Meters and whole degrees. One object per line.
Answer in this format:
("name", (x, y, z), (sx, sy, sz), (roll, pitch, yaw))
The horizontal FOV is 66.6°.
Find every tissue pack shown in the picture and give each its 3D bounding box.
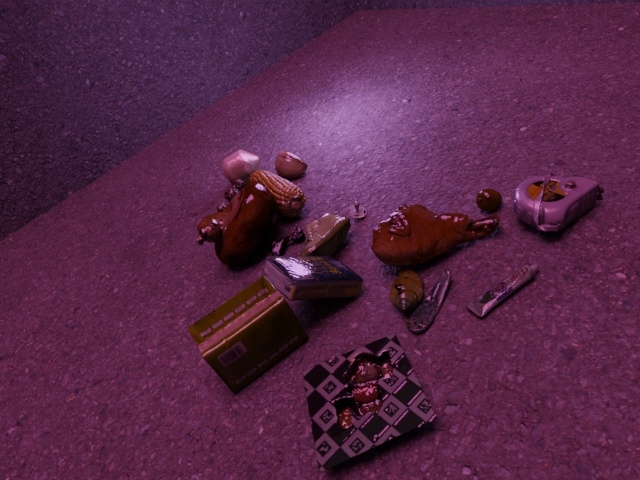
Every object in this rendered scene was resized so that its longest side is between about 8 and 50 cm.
("tissue pack", (-0.210, 0.275, 1.446), (0.275, 0.200, 0.167), (-36, 39, -13))
("tissue pack", (-0.022, 0.112, 1.518), (0.257, 0.081, 0.185), (2, 22, -35))

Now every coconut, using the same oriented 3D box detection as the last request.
("coconut", (-0.373, -0.354, 2.339), (0.183, 0.170, 0.170), (-28, 37, 1))

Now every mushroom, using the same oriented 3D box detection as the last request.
("mushroom", (-0.319, -0.084, 1.871), (0.345, 0.260, 0.345), (-52, 24, 34))

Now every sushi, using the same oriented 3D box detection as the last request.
("sushi", (0.112, 0.403, 1.223), (0.294, 0.059, 0.292), (-23, 36, 3))

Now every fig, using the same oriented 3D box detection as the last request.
("fig", (0.561, -0.135, 1.610), (0.088, 0.073, 0.074), (-5, 33, -17))

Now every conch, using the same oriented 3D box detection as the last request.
("conch", (0.255, 0.152, 1.441), (0.095, 0.079, 0.200), (15, 41, 18))

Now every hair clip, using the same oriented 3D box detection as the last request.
("hair clip", (0.319, 0.175, 1.400), (0.066, 0.036, 0.229), (12, 56, 45))

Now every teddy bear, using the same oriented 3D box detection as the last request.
("teddy bear", (-0.371, -0.168, 2.137), (0.182, 0.129, 0.251), (-50, 16, 16))

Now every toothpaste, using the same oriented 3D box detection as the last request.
("toothpaste", (0.510, 0.132, 1.342), (0.234, 0.038, 0.060), (-34, 35, -7))

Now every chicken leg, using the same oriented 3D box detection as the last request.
("chicken leg", (0.358, -0.049, 1.568), (0.410, 0.181, 0.295), (-12, 22, 6))

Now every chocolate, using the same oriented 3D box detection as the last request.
("chocolate", (-0.128, 0.001, 1.846), (0.147, 0.070, 0.072), (-30, 32, -14))

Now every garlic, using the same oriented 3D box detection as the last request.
("garlic", (-0.158, -0.362, 2.263), (0.128, 0.115, 0.207), (-38, 35, -6))

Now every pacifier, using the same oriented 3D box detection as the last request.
("pacifier", (0.142, -0.120, 1.836), (0.068, 0.064, 0.083), (2, 42, 6))

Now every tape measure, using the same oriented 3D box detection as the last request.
("tape measure", (0.689, -0.120, 1.473), (0.236, 0.120, 0.197), (-33, 43, -18))

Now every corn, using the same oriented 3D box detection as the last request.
("corn", (-0.186, -0.205, 2.072), (0.144, 0.143, 0.387), (-35, 34, -12))

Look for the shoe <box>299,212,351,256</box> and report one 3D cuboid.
("shoe", (0.006, 0.004, 1.716), (0.128, 0.140, 0.262), (25, 53, 34))
